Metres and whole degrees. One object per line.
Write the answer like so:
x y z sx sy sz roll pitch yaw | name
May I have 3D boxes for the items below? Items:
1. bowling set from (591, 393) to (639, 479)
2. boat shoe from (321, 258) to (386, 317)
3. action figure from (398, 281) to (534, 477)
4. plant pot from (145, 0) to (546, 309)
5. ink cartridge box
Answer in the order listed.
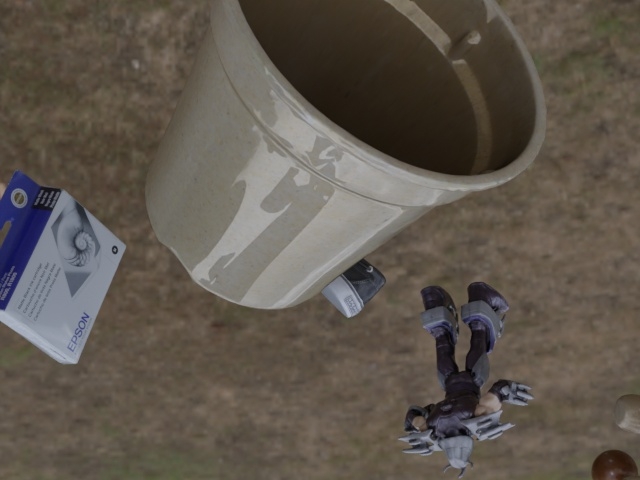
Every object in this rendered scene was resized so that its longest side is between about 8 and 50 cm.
0.415 0.237 1.318 0.154 0.287 0.200 9 162 -14 | bowling set
0.000 0.000 1.431 0.076 0.228 0.080 -36 137 -9 | boat shoe
0.194 0.189 1.563 0.185 0.285 0.099 -13 137 25 | action figure
-0.012 -0.101 1.112 0.333 0.334 0.305 11 141 -30 | plant pot
-0.412 0.039 1.762 0.045 0.223 0.224 -5 144 37 | ink cartridge box
